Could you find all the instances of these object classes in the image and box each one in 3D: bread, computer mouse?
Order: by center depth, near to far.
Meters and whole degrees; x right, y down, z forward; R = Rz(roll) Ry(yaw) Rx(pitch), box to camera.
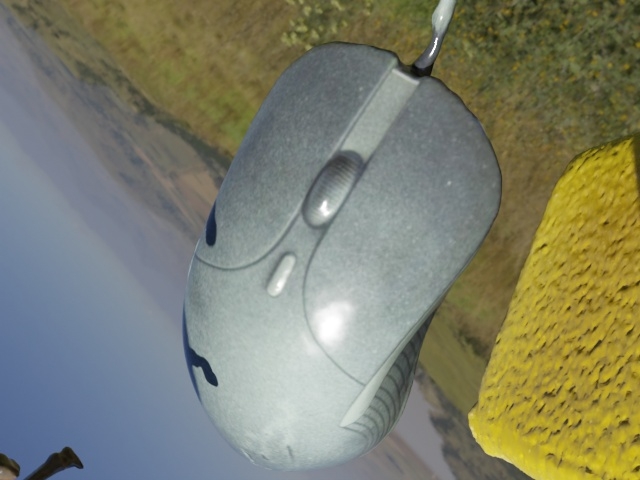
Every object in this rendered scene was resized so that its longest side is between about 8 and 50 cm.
[{"bbox_3d":[0.000,0.000,0.446,0.167,0.379,0.090,31,-151,20],"label":"computer mouse"},{"bbox_3d":[0.278,0.061,0.603,0.143,0.324,0.333,24,174,-11],"label":"bread"}]

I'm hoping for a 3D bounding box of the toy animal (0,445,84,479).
[{"bbox_3d":[-0.187,0.185,0.385,0.093,0.186,0.214,29,163,36],"label":"toy animal"}]
